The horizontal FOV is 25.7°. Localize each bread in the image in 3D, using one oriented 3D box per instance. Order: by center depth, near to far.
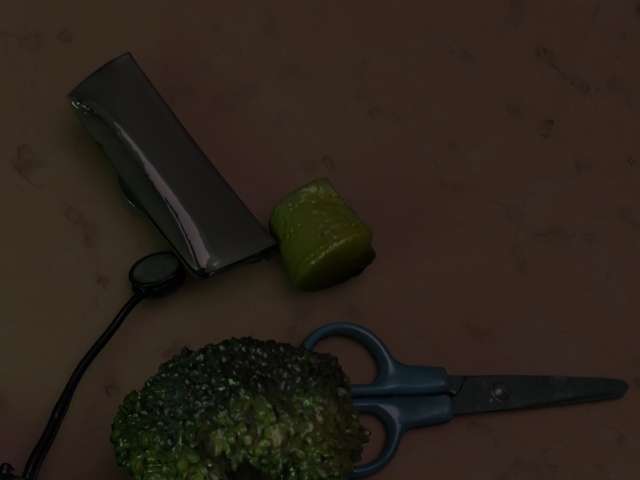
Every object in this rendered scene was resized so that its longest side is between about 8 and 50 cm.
[{"bbox_3d":[0.000,0.000,1.710,0.111,0.129,0.114,-26,69,-12],"label":"bread"}]

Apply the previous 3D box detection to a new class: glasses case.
[{"bbox_3d":[-0.189,-0.076,1.690,0.128,0.083,0.308,-29,78,-43],"label":"glasses case"}]

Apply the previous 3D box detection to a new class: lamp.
[{"bbox_3d":[-0.259,0.171,1.594,0.130,0.108,0.371,1,42,25],"label":"lamp"}]

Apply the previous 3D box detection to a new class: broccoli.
[{"bbox_3d":[-0.077,0.211,1.507,0.288,0.235,0.260,-6,49,-16],"label":"broccoli"}]

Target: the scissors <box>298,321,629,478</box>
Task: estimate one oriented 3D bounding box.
[{"bbox_3d":[0.185,0.191,1.739,0.447,0.029,0.193,0,68,-18],"label":"scissors"}]
